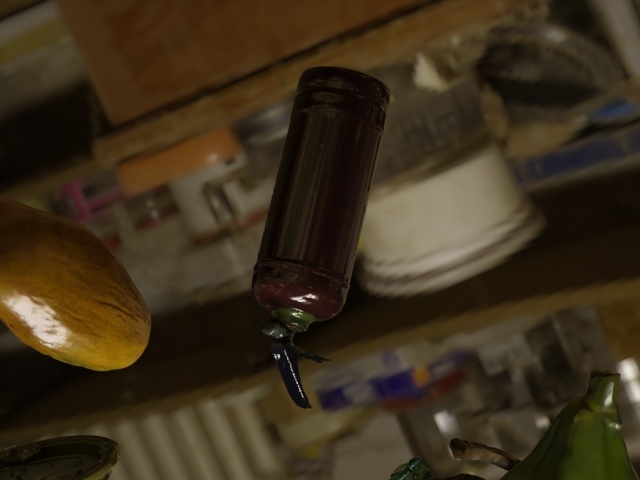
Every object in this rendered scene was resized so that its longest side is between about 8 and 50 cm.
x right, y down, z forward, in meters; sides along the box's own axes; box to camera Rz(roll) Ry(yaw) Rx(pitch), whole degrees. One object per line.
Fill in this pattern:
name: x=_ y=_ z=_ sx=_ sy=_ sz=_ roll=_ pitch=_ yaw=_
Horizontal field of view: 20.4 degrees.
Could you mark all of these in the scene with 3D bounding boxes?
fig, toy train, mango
fig: x=0.218 y=0.266 z=1.437 sx=0.233 sy=0.314 sz=0.233 roll=4 pitch=174 yaw=0
toy train: x=0.064 y=0.226 z=1.582 sx=0.092 sy=0.029 sz=0.045 roll=-41 pitch=-174 yaw=-37
mango: x=-0.346 y=0.049 z=2.263 sx=0.144 sy=0.359 sz=0.187 roll=-27 pitch=-138 yaw=25

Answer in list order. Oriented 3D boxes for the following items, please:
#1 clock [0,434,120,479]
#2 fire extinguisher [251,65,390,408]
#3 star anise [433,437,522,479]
clock: x=-0.328 y=0.277 z=1.951 sx=0.237 sy=0.057 sz=0.237 roll=-14 pitch=-169 yaw=3
fire extinguisher: x=0.000 y=0.000 z=1.860 sx=0.102 sy=0.344 sz=0.138 roll=2 pitch=162 yaw=33
star anise: x=0.232 y=0.334 z=2.047 sx=0.109 sy=0.349 sz=0.292 roll=-58 pitch=-164 yaw=-26
